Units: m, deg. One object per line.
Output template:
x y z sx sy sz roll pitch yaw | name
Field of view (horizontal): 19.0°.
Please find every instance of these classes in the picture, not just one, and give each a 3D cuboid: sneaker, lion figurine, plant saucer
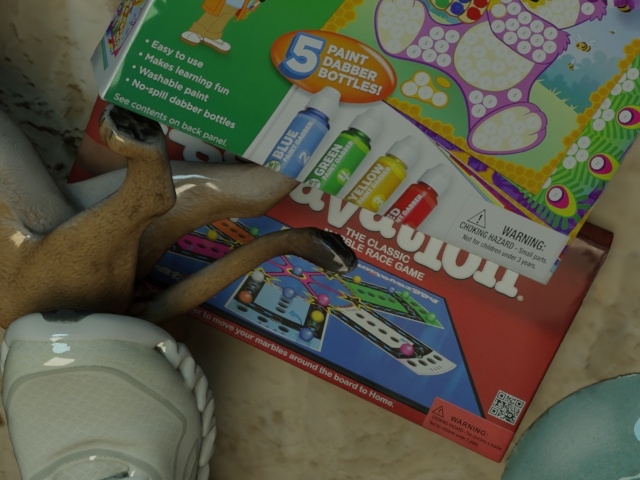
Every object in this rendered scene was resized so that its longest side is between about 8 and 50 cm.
-0.108 0.150 1.025 0.110 0.118 0.292 -3 137 5 | sneaker
-0.191 -0.039 0.990 0.392 0.142 0.240 38 125 0 | lion figurine
0.190 0.167 1.053 0.195 0.037 0.195 6 114 13 | plant saucer

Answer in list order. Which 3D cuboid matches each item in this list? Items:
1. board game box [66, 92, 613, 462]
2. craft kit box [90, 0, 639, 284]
0.000 0.000 1.039 0.281 0.027 0.145 25 115 4 | board game box
0.059 -0.130 0.888 0.250 0.061 0.246 22 108 -21 | craft kit box
